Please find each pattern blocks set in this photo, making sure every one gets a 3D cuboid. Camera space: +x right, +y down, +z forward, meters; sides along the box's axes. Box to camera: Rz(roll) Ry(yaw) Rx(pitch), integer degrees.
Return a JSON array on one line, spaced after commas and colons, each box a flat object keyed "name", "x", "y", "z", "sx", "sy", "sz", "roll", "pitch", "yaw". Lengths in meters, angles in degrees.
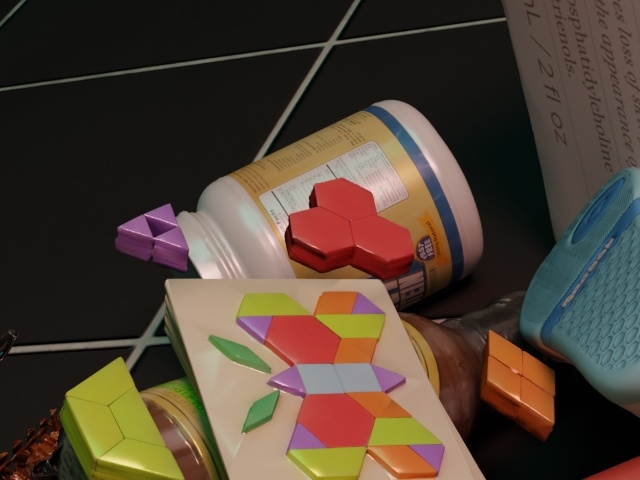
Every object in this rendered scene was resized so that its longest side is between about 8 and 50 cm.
[{"name": "pattern blocks set", "x": 0.002, "y": 0.082, "z": 0.897, "sx": 0.285, "sy": 0.026, "sz": 0.325, "roll": -11, "pitch": 46, "yaw": -34}]

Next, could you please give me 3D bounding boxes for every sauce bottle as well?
[{"name": "sauce bottle", "x": 0.012, "y": 0.104, "z": 0.990, "sx": 0.344, "sy": 0.111, "sz": 0.111, "roll": -18, "pitch": 22, "yaw": -40}]

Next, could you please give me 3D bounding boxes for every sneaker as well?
[{"name": "sneaker", "x": 0.235, "y": 0.072, "z": 0.956, "sx": 0.127, "sy": 0.208, "sz": 0.319, "roll": -54, "pitch": 9, "yaw": 11}]

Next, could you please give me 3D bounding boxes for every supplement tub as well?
[{"name": "supplement tub", "x": 0.000, "y": 0.000, "z": 1.208, "sx": 0.200, "sy": 0.144, "sz": 0.144, "roll": -27, "pitch": 30, "yaw": -13}]

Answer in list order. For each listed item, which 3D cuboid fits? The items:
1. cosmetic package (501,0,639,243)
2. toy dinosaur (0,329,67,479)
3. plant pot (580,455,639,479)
[{"name": "cosmetic package", "x": 0.356, "y": -0.135, "z": 1.038, "sx": 0.327, "sy": 0.329, "sz": 0.394, "roll": -29, "pitch": 30, "yaw": -20}, {"name": "toy dinosaur", "x": -0.236, "y": 0.175, "z": 1.032, "sx": 0.164, "sy": 0.218, "sz": 0.322, "roll": 23, "pitch": 25, "yaw": -15}, {"name": "plant pot", "x": 0.233, "y": 0.173, "z": 0.677, "sx": 0.243, "sy": 0.275, "sz": 0.275, "roll": -26, "pitch": 28, "yaw": -34}]
